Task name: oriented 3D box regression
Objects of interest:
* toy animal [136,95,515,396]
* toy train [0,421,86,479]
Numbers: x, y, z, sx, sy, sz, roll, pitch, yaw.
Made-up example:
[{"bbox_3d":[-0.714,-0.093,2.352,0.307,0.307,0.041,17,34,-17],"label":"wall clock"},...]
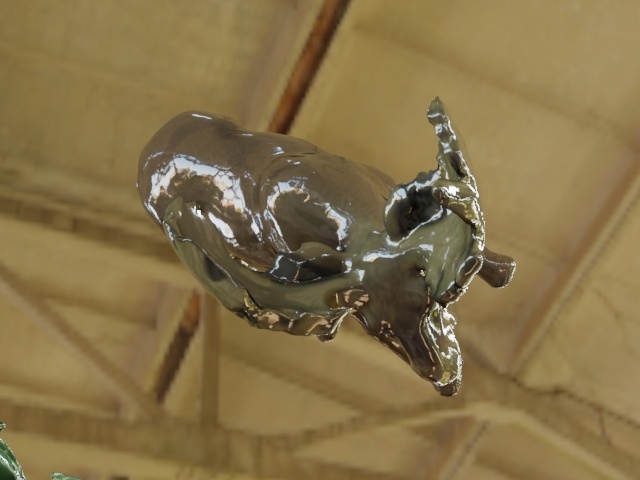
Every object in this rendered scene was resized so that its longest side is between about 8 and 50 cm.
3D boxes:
[{"bbox_3d":[0.000,0.000,0.672,0.214,0.094,0.186,22,-11,41],"label":"toy animal"},{"bbox_3d":[-0.091,0.179,0.740,0.326,0.129,0.159,19,-67,-15],"label":"toy train"}]
